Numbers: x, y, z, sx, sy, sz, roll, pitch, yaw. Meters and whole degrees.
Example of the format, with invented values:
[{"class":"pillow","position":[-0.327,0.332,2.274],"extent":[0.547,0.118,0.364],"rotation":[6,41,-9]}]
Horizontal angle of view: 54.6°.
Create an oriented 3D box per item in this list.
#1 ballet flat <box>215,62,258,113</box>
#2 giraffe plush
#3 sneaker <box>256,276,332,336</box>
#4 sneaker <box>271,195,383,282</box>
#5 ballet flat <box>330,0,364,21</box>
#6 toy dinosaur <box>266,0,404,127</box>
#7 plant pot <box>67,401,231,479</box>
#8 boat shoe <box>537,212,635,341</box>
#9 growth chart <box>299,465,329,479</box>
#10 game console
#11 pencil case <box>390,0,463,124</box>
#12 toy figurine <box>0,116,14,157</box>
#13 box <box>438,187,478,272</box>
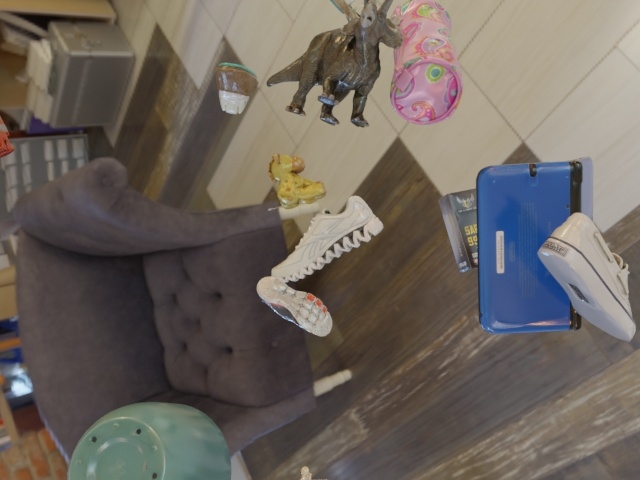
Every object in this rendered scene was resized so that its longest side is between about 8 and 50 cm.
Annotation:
[{"class":"ballet flat","position":[-0.234,-0.410,1.703],"extent":[0.342,0.116,0.124],"rotation":[-120,42,-77]},{"class":"giraffe plush","position":[-0.097,-0.201,2.014],"extent":[0.181,0.210,0.171],"rotation":[-24,81,59]},{"class":"sneaker","position":[-0.048,0.123,1.143],"extent":[0.158,0.061,0.065],"rotation":[36,155,4]},{"class":"sneaker","position":[0.000,0.000,1.469],"extent":[0.292,0.110,0.118],"rotation":[-32,96,8]},{"class":"ballet flat","position":[0.093,-0.705,1.882],"extent":[0.067,0.206,0.073],"rotation":[-35,36,23]},{"class":"toy dinosaur","position":[0.027,-0.266,0.948],"extent":[0.313,0.121,0.161],"rotation":[8,77,63]},{"class":"plant pot","position":[-0.345,0.451,1.203],"extent":[0.293,0.293,0.235],"rotation":[55,174,23]},{"class":"boat shoe","position":[0.417,0.058,0.930],"extent":[0.088,0.267,0.096],"rotation":[-51,30,-6]},{"class":"growth chart","position":[-0.023,0.542,1.213],"extent":[0.021,0.237,0.172],"rotation":[10,68,18]},{"class":"game console","position":[0.396,0.002,1.121],"extent":[0.250,0.173,0.293],"rotation":[-3,98,3]},{"class":"pencil case","position":[0.172,-0.314,1.056],"extent":[0.284,0.124,0.124],"rotation":[-84,20,-48]},{"class":"toy figurine","position":[-0.600,-0.156,0.934],"extent":[0.209,0.213,0.148],"rotation":[-19,98,50]},{"class":"box","position":[0.412,-0.038,1.462],"extent":[0.056,0.230,0.183],"rotation":[143,115,-69]}]
